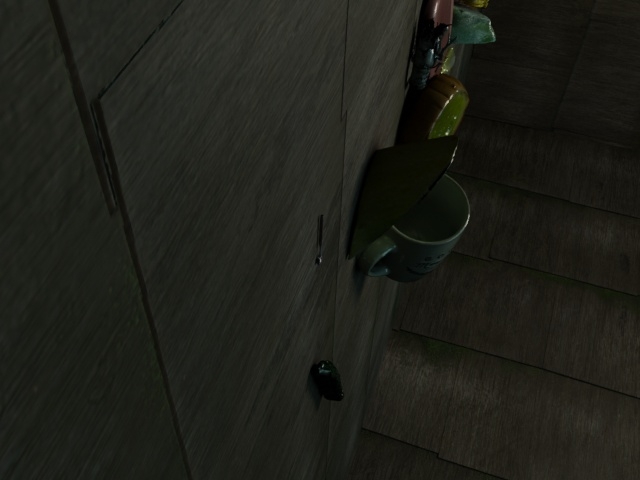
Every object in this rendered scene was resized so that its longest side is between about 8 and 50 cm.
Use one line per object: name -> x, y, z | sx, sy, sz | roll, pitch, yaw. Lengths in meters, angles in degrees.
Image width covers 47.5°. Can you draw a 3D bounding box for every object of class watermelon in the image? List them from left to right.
watermelon -> 0.364, -0.571, 1.852 | 0.241, 0.154, 0.095 | -83, -179, -59

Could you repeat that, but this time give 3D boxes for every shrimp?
shrimp -> 0.221, -0.367, 1.477 | 0.174, 0.082, 0.076 | 103, 4, -50

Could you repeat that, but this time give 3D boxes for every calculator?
calculator -> 0.253, -0.459, 1.599 | 0.330, 0.048, 0.220 | 82, 27, -60

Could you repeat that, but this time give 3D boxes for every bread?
bread -> 0.259, -0.270, 1.660 | 0.236, 0.070, 0.236 | -51, 161, -25

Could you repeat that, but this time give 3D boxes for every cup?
cup -> 0.172, 0.003, 1.551 | 0.258, 0.186, 0.234 | -35, 160, -25

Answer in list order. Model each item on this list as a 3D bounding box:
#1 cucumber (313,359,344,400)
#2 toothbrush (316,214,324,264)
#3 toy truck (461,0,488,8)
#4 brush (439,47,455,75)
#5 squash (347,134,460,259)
cucumber -> 0.017, 0.262, 1.363 | 0.257, 0.043, 0.044 | 75, 26, -67
toothbrush -> 0.000, 0.000, 1.022 | 0.097, 0.006, 0.008 | 93, 19, -45
toy truck -> 0.372, -0.677, 1.734 | 0.098, 0.114, 0.227 | -58, 160, -57
brush -> 0.333, -0.496, 1.920 | 0.297, 0.060, 0.068 | -62, 161, -49
squash -> 0.157, -0.092, 1.329 | 0.204, 0.154, 0.237 | 92, 15, -45
